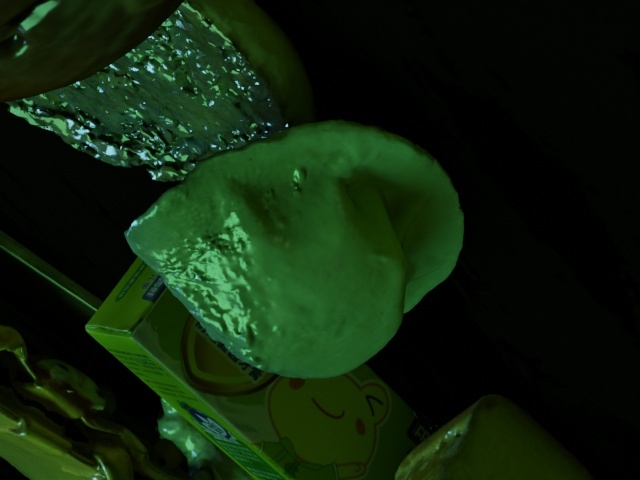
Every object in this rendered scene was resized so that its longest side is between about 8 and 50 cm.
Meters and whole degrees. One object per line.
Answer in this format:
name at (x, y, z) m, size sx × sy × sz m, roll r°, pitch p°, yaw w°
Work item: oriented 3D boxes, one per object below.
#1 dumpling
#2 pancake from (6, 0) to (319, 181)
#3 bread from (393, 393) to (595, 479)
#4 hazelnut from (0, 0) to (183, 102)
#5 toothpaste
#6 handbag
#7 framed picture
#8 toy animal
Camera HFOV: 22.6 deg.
dumpling at (-0.003, 0.015, 0.854) m, size 0.153 × 0.108 × 0.219 m, roll -14°, pitch 160°, yaw 37°
pancake at (-0.122, -0.112, 0.907) m, size 0.282 × 0.049 × 0.282 m, roll 29°, pitch 158°, yaw 12°
bread at (0.118, 0.216, 1.107) m, size 0.160 × 0.140 × 0.169 m, roll 33°, pitch 142°, yaw -6°
hazelnut at (-0.151, -0.144, 0.688) m, size 0.181 × 0.181 × 0.212 m, roll 45°, pitch -169°, yaw 31°
toothpaste at (-0.019, 0.122, 1.186) m, size 0.327 × 0.110 × 0.077 m, roll 45°, pitch 160°, yaw -26°
handbag at (-0.304, 0.153, 1.598) m, size 0.401 × 0.133 × 0.283 m, roll 41°, pitch 166°, yaw -28°
framed picture at (-0.271, 0.055, 1.556) m, size 0.150 × 0.015 × 0.203 m, roll 35°, pitch 159°, yaw -1°
toy animal at (-0.071, 0.225, 1.536) m, size 0.225 × 0.094 × 0.121 m, roll 37°, pitch 168°, yaw -11°
